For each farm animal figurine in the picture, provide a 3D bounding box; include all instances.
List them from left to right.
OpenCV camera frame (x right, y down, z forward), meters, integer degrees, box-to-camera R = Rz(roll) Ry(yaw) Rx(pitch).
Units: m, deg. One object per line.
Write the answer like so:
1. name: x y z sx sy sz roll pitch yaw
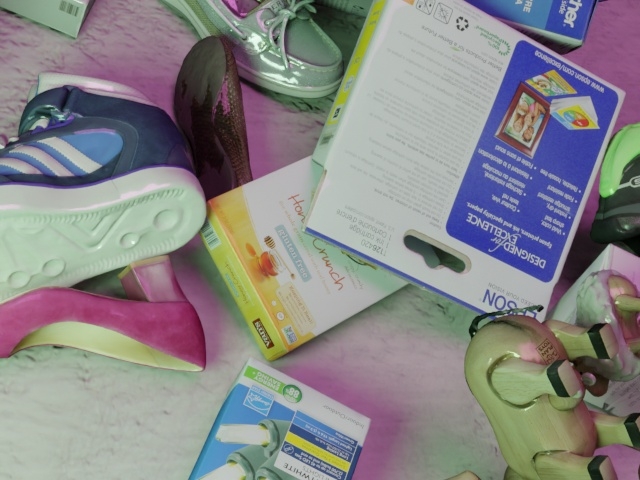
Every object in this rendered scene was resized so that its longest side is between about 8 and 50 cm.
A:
1. farm animal figurine: 0.202 0.212 1.176 0.330 0.172 0.327 -15 95 -42

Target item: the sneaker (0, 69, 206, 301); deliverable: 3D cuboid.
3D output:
1. sneaker: -0.290 -0.065 1.251 0.322 0.130 0.236 -13 43 -21

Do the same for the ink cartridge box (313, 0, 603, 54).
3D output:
1. ink cartridge box: 0.182 -0.321 1.527 0.395 0.270 0.151 17 92 -2

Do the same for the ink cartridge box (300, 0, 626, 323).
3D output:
1. ink cartridge box: 0.151 -0.089 1.374 0.303 0.072 0.307 26 81 -19

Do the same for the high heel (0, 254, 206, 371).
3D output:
1. high heel: -0.224 0.099 1.173 0.244 0.082 0.117 -16 78 -34

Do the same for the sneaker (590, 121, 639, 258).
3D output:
1. sneaker: 0.495 0.061 1.473 0.482 0.185 0.202 35 70 -10

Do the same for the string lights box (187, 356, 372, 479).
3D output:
1. string lights box: -0.059 0.244 1.118 0.133 0.077 0.260 27 47 -5

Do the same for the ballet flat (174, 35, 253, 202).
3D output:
1. ballet flat: -0.110 -0.122 1.407 0.058 0.084 0.250 28 39 -44

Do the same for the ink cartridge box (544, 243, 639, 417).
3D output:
1. ink cartridge box: 0.359 0.120 1.365 0.217 0.159 0.092 25 48 -6

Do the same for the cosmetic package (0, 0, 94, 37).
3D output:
1. cosmetic package: -0.370 -0.323 1.448 0.239 0.060 0.099 22 49 -8

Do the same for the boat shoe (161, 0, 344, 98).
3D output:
1. boat shoe: -0.096 -0.292 1.525 0.320 0.103 0.118 43 48 12

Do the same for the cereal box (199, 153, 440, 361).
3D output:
1. cereal box: 0.000 0.000 1.336 0.240 0.047 0.173 -28 88 -38
